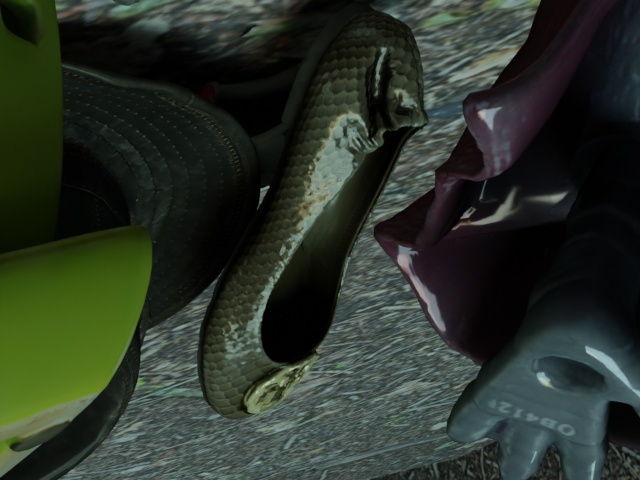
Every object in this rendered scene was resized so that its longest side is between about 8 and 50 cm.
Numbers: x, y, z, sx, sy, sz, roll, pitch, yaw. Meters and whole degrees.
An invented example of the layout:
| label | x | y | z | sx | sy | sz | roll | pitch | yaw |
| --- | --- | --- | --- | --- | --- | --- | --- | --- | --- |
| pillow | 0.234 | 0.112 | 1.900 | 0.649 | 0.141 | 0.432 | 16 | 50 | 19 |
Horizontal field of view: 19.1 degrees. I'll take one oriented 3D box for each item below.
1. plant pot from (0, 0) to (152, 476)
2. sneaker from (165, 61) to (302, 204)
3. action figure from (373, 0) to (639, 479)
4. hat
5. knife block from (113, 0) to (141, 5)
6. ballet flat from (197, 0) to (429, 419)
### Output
| label | x | y | z | sx | sy | sz | roll | pitch | yaw |
| --- | --- | --- | --- | --- | --- | --- | --- | --- | --- |
| plant pot | -0.192 | -0.002 | 0.498 | 0.228 | 0.207 | 0.227 | -15 | 164 | -45 |
| sneaker | -0.065 | -0.049 | 0.943 | 0.161 | 0.057 | 0.075 | -17 | 151 | 7 |
| action figure | 0.143 | -0.116 | 0.499 | 0.248 | 0.370 | 0.276 | 14 | 148 | 30 |
| hat | -0.177 | 0.051 | 0.877 | 0.331 | 0.134 | 0.331 | -12 | 153 | -6 |
| knife block | 0.030 | -0.158 | 0.500 | 0.276 | 0.088 | 0.242 | -22 | 167 | 18 |
| ballet flat | 0.000 | 0.000 | 0.919 | 0.084 | 0.058 | 0.250 | -32 | 150 | -50 |
